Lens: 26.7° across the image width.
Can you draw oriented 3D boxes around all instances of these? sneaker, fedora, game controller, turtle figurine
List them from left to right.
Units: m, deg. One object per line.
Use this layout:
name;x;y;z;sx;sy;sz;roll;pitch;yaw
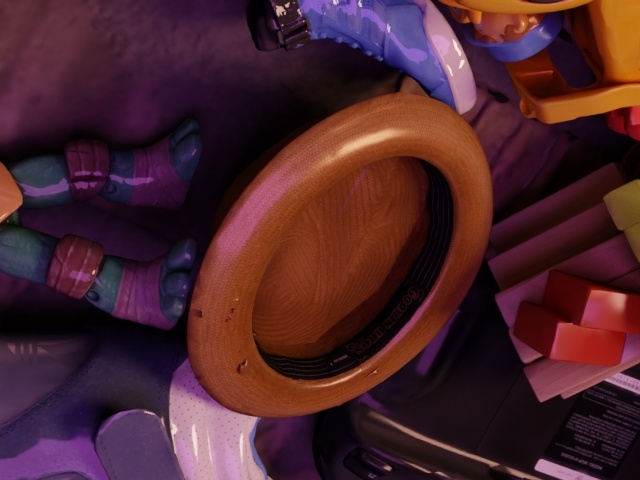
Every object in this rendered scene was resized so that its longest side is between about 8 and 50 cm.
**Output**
turtle figurine;-0.179;-0.026;0.657;0.234;0.118;0.175;10;75;-17
sneaker;-0.124;0.202;0.761;0.236;0.130;0.322;6;106;-18
fedora;0.000;0.000;0.706;0.194;0.079;0.194;-21;132;-25
sneaker;0.010;-0.109;0.675;0.085;0.058;0.152;-35;114;2
game controller;0.157;0.127;0.839;0.319;0.067;0.166;22;97;-21

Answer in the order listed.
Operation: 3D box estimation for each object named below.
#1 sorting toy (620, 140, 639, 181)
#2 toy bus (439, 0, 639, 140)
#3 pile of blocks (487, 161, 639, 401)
sorting toy;0.213;-0.019;0.772;0.102;0.042;0.061;28;109;-23
toy bus;0.142;-0.128;0.659;0.220;0.149;0.211;-9;135;-4
pile of blocks;0.244;0.012;0.656;0.362;0.113;0.148;-2;92;25
